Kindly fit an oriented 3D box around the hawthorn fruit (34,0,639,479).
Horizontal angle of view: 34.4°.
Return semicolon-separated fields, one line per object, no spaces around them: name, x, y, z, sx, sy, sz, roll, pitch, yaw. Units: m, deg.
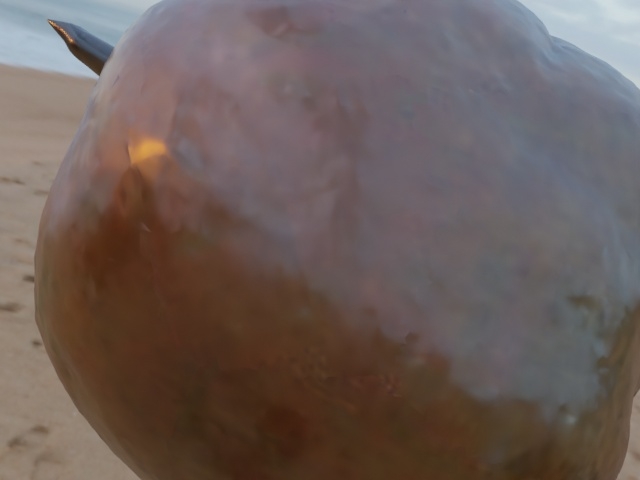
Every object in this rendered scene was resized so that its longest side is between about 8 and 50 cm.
hawthorn fruit;0.000;0.000;0.456;0.300;0.268;0.268;34;6;-12
